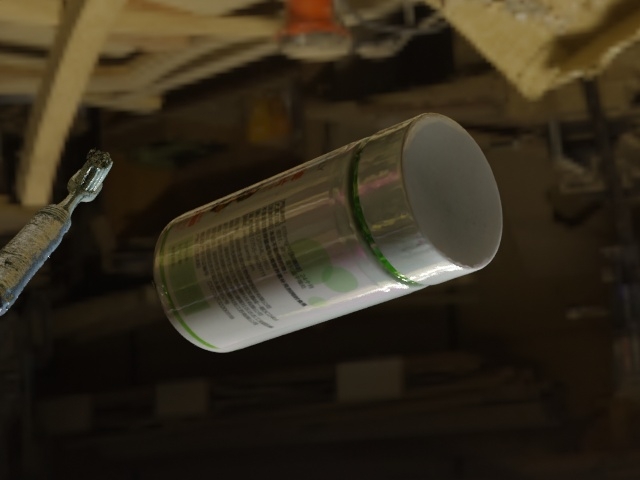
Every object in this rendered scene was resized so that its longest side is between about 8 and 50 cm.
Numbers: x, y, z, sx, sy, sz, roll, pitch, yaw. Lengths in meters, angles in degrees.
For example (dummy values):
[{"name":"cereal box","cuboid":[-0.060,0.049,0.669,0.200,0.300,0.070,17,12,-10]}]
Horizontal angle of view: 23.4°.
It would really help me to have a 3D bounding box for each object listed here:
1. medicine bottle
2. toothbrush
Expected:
[{"name":"medicine bottle","cuboid":[0.000,0.000,0.830,0.183,0.086,0.086,-21,163,38]},{"name":"toothbrush","cuboid":[-0.107,-0.006,0.611,0.016,0.019,0.219,33,-166,-6]}]
